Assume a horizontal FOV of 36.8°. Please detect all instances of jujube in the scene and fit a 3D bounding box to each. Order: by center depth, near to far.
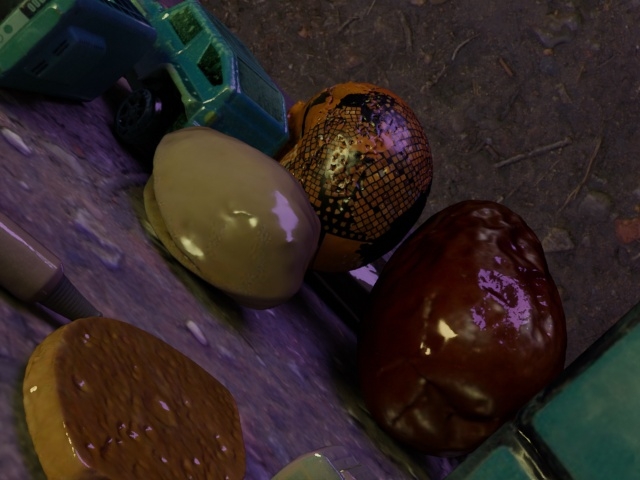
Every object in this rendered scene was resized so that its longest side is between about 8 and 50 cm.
[{"bbox_3d":[0.156,0.085,1.048,0.223,0.223,0.318,44,34,-14],"label":"jujube"}]

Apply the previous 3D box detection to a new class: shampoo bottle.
[{"bbox_3d":[0.000,0.000,1.267,0.350,0.084,0.125,46,16,0],"label":"shampoo bottle"}]

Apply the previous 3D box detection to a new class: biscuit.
[{"bbox_3d":[-0.107,0.105,0.569,0.142,0.029,0.221,49,11,5],"label":"biscuit"}]

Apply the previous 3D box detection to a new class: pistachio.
[{"bbox_3d":[-0.083,-0.026,0.915,0.152,0.126,0.223,-8,44,-32],"label":"pistachio"}]

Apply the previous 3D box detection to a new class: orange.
[{"bbox_3d":[0.023,-0.070,1.113,0.182,0.234,0.234,40,12,-29],"label":"orange"}]

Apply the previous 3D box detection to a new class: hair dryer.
[{"bbox_3d":[-0.216,-0.008,0.541,0.220,0.054,0.195,51,9,-16],"label":"hair dryer"}]

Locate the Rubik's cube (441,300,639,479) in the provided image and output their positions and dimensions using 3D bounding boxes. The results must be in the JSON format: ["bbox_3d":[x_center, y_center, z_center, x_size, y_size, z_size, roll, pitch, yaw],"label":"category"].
[{"bbox_3d":[0.285,0.275,0.709,0.313,0.318,0.316,34,15,-46],"label":"Rubik's cube"}]

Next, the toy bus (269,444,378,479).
[{"bbox_3d":[0.033,0.210,0.619,0.172,0.072,0.057,50,15,21],"label":"toy bus"}]

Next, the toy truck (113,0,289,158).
[{"bbox_3d":[-0.155,-0.178,1.114,0.155,0.156,0.279,36,16,-47],"label":"toy truck"}]

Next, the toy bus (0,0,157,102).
[{"bbox_3d":[-0.260,-0.213,0.899,0.147,0.128,0.256,48,8,1],"label":"toy bus"}]

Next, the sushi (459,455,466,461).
[{"bbox_3d":[0.203,0.185,1.257,0.130,0.124,0.332,48,12,5],"label":"sushi"}]
